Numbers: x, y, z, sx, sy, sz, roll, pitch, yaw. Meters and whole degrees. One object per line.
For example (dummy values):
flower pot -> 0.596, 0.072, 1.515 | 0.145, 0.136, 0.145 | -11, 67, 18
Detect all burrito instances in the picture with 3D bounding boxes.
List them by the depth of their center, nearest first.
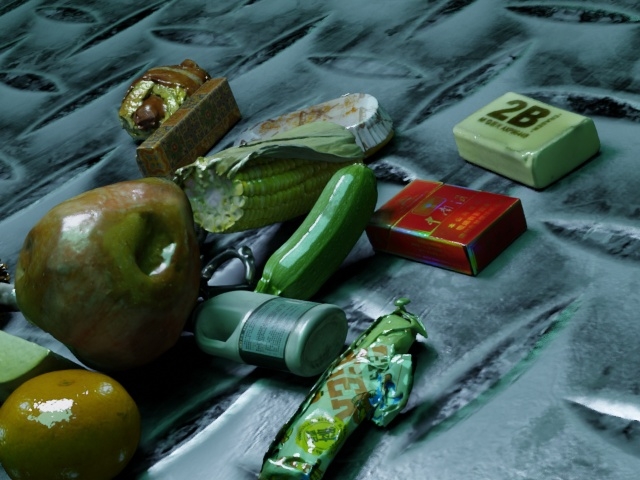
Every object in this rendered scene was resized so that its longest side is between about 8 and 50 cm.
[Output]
burrito -> 0.042, 0.163, 1.360 | 0.104, 0.054, 0.288 | 3, 36, 34

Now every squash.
squash -> 0.000, 0.000, 1.601 | 0.219, 0.077, 0.068 | -51, 31, -11

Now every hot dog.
hot dog -> -0.016, -0.148, 1.915 | 0.252, 0.069, 0.131 | -15, 38, 14
hot dog -> -0.254, -0.244, 2.178 | 0.146, 0.103, 0.213 | -10, 29, 19

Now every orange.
orange -> -0.270, 0.208, 1.400 | 0.156, 0.124, 0.156 | 0, 21, 0

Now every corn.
corn -> -0.063, -0.087, 1.709 | 0.123, 0.122, 0.305 | 20, 23, 30

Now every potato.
potato -> -0.317, 0.169, 1.509 | 0.120, 0.149, 0.081 | 15, 77, 43

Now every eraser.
eraser -> 0.271, -0.135, 1.725 | 0.117, 0.058, 0.172 | -31, 31, -19

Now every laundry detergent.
laundry detergent -> -0.082, 0.101, 1.522 | 0.225, 0.070, 0.099 | 8, 46, 38

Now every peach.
peach -> -0.240, 0.027, 1.522 | 0.214, 0.214, 0.235 | 12, 67, 43

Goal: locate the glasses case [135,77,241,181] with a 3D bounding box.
glasses case -> -0.207, -0.170, 2.053 | 0.049, 0.075, 0.218 | -1, 34, 34

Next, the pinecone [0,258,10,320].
pinecone -> -0.465, 0.071, 1.778 | 0.109, 0.102, 0.102 | -51, 30, 6

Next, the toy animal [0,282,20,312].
toy animal -> -0.554, 0.130, 1.582 | 0.302, 0.194, 0.344 | -15, 19, -40

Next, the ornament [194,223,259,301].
ornament -> -0.145, 0.024, 1.689 | 0.236, 0.080, 0.202 | 3, 39, 39

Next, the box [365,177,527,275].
box -> 0.152, -0.021, 1.611 | 0.175, 0.048, 0.112 | 14, 43, 44
